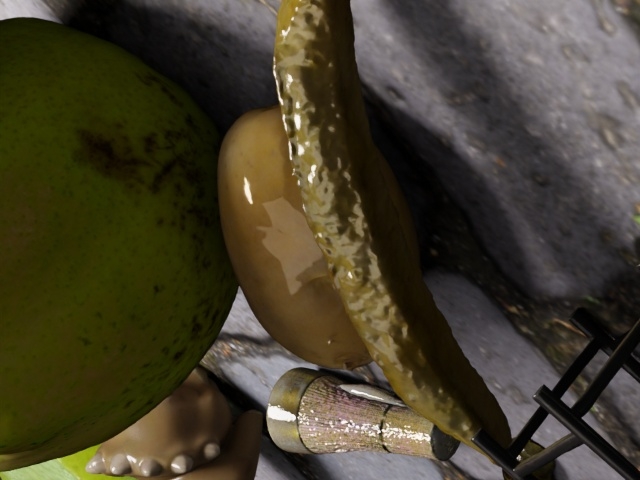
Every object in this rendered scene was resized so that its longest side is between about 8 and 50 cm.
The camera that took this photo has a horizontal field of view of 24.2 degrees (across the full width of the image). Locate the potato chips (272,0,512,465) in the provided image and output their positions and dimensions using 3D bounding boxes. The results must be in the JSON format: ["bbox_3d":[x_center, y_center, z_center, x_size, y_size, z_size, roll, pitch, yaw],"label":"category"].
[{"bbox_3d":[0.041,-0.003,1.017,0.080,0.057,0.407,-14,114,17],"label":"potato chips"}]

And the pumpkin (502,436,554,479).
[{"bbox_3d":[0.180,0.205,1.316,0.050,0.028,0.083,27,147,30],"label":"pumpkin"}]

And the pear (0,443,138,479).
[{"bbox_3d":[-0.305,0.258,1.915,0.292,0.159,0.292,29,149,19],"label":"pear"}]

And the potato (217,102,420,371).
[{"bbox_3d":[0.000,0.000,1.132,0.150,0.146,0.234,-8,134,16],"label":"potato"}]

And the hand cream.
[{"bbox_3d":[0.044,0.171,1.398,0.203,0.084,0.084,5,137,43],"label":"hand cream"}]

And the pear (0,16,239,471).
[{"bbox_3d":[-0.259,0.017,1.237,0.391,0.391,0.391,32,153,19],"label":"pear"}]

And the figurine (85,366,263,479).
[{"bbox_3d":[-0.172,0.262,1.641,0.173,0.247,0.177,14,-174,-22],"label":"figurine"}]

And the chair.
[{"bbox_3d":[0.254,0.162,1.006,0.260,0.154,0.141,41,155,3],"label":"chair"}]
